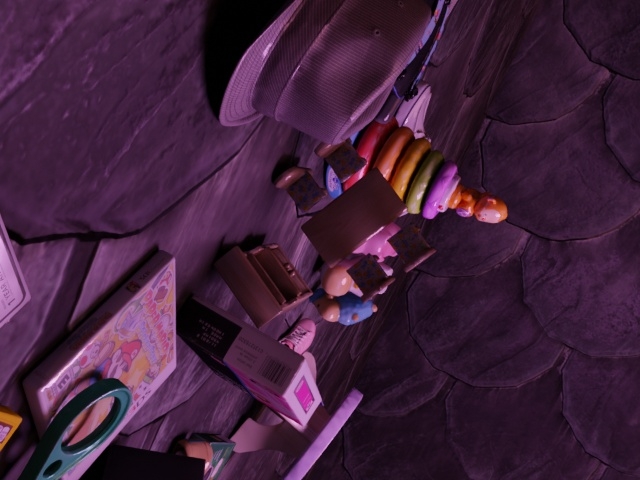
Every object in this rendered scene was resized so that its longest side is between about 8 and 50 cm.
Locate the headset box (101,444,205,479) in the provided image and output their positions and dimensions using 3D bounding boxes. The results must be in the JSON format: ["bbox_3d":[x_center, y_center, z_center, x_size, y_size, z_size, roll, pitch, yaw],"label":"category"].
[{"bbox_3d":[-0.238,0.437,0.896,0.246,0.131,0.283,-96,-157,-58],"label":"headset box"}]

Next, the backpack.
[{"bbox_3d":[0.107,-0.301,0.993,0.173,0.117,0.158,-64,165,6],"label":"backpack"}]

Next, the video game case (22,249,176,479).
[{"bbox_3d":[-0.233,0.149,0.804,0.206,0.026,0.227,-51,161,-40],"label":"video game case"}]

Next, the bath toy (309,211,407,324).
[{"bbox_3d":[0.083,0.001,1.451,0.151,0.129,0.348,-11,129,-48],"label":"bath toy"}]

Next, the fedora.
[{"bbox_3d":[0.025,-0.196,0.774,0.275,0.124,0.243,-51,179,-31],"label":"fedora"}]

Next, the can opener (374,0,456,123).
[{"bbox_3d":[0.134,-0.325,1.117,0.076,0.095,0.283,15,116,-36],"label":"can opener"}]

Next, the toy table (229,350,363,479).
[{"bbox_3d":[-0.055,0.380,1.494,0.274,0.161,0.252,-47,172,-25],"label":"toy table"}]

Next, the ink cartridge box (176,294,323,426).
[{"bbox_3d":[-0.093,0.197,1.076,0.069,0.176,0.371,-59,165,-15],"label":"ink cartridge box"}]

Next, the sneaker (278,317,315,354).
[{"bbox_3d":[-0.053,0.211,1.495,0.134,0.051,0.070,-51,167,-25],"label":"sneaker"}]

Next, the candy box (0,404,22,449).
[{"bbox_3d":[-0.313,0.162,0.544,0.105,0.027,0.206,-55,164,-15],"label":"candy box"}]

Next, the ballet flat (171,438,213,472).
[{"bbox_3d":[-0.259,0.425,1.163,0.073,0.080,0.232,35,79,-48],"label":"ballet flat"}]

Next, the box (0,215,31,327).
[{"bbox_3d":[-0.287,0.061,0.332,0.290,0.087,0.169,-53,163,-35],"label":"box"}]

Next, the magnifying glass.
[{"bbox_3d":[-0.279,0.234,0.720,0.231,0.026,0.092,-47,158,-13],"label":"magnifying glass"}]

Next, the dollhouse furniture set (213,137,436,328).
[{"bbox_3d":[0.000,0.000,0.994,0.242,0.212,0.161,-38,173,14],"label":"dollhouse furniture set"}]

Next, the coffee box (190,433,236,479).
[{"bbox_3d":[-0.216,0.409,1.303,0.113,0.040,0.184,-61,166,-9],"label":"coffee box"}]

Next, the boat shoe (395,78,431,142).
[{"bbox_3d":[0.189,-0.204,1.517,0.096,0.088,0.267,-32,146,-64],"label":"boat shoe"}]

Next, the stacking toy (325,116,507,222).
[{"bbox_3d":[0.174,-0.101,1.215,0.165,0.302,0.175,-56,165,-25],"label":"stacking toy"}]
